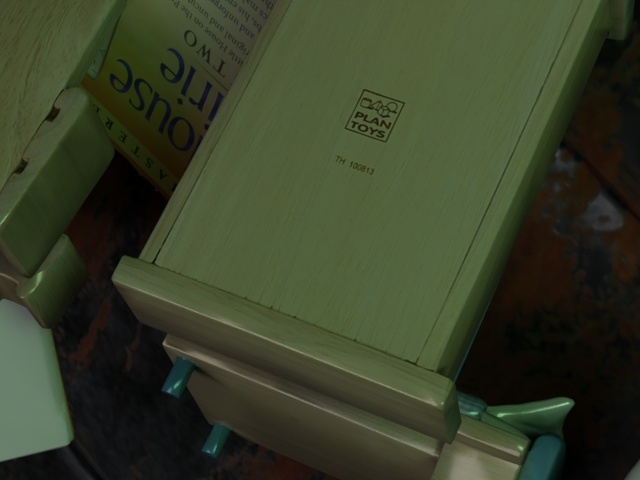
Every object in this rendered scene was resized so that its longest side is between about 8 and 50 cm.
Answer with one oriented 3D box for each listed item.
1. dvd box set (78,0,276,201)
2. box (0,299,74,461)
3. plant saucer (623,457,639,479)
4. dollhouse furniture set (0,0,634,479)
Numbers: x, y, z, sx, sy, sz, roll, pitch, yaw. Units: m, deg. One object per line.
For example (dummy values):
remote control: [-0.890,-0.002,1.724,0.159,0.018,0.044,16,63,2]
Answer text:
dvd box set: [-0.015,-0.189,0.756,0.307,0.062,0.420,43,133,18]
box: [-0.262,-0.039,0.861,0.345,0.168,0.215,-126,27,-60]
plant saucer: [0.255,0.226,0.538,0.400,0.101,0.400,16,109,53]
dollhouse furniture set: [0.000,0.000,0.729,0.286,0.198,0.303,20,160,17]
